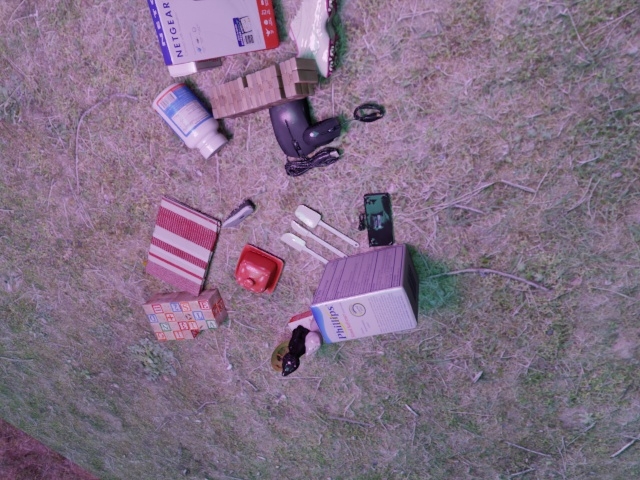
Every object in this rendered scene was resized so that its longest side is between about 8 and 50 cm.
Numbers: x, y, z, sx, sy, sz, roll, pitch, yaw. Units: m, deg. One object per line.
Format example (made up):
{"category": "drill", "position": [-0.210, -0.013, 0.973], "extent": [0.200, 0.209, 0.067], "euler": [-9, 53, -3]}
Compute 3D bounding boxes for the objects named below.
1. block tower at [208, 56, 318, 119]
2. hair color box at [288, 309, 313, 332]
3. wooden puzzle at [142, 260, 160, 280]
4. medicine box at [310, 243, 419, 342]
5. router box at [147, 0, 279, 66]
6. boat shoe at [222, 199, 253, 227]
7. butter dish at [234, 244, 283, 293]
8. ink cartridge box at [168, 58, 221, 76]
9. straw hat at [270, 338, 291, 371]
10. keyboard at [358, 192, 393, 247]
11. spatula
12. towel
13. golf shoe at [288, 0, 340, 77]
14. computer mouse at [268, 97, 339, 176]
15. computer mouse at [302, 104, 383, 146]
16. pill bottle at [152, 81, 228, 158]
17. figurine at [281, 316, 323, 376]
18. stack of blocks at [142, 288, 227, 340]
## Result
{"category": "block tower", "position": [-0.169, -0.414, 1.228], "extent": [0.335, 0.097, 0.091], "euler": [-4, 102, 36]}
{"category": "hair color box", "position": [-0.023, 0.306, 1.622], "extent": [0.167, 0.053, 0.093], "euler": [-22, 106, 25]}
{"category": "wooden puzzle", "position": [-0.635, 0.118, 1.724], "extent": [0.078, 0.014, 0.116], "euler": [-27, 105, 30]}
{"category": "medicine box", "position": [0.145, 0.161, 1.377], "extent": [0.289, 0.263, 0.149], "euler": [-15, 112, 20]}
{"category": "router box", "position": [-0.282, -0.636, 1.108], "extent": [0.082, 0.301, 0.335], "euler": [27, 134, 54]}
{"category": "boat shoe", "position": [-0.284, -0.089, 1.509], "extent": [0.142, 0.049, 0.040], "euler": [-31, 71, 28]}
{"category": "butter dish", "position": [-0.234, 0.122, 1.553], "extent": [0.160, 0.118, 0.160], "euler": [26, 120, 3]}
{"category": "ink cartridge box", "position": [-0.372, -0.578, 1.223], "extent": [0.092, 0.158, 0.218], "euler": [-1, 115, 17]}
{"category": "straw hat", "position": [-0.150, 0.431, 1.711], "extent": [0.061, 0.144, 0.144], "euler": [32, 132, 49]}
{"category": "keyboard", "position": [0.171, -0.063, 1.405], "extent": [0.108, 0.023, 0.180], "euler": [-5, 113, 11]}
{"category": "spatula", "position": [0.000, 0.000, 1.485], "extent": [0.242, 0.019, 0.168], "euler": [32, 119, -1]}
{"category": "towel", "position": [-0.509, 0.024, 1.622], "extent": [0.237, 0.037, 0.329], "euler": [25, 114, 5]}
{"category": "golf shoe", "position": [-0.022, -0.588, 1.151], "extent": [0.140, 0.115, 0.306], "euler": [9, 116, 15]}
{"category": "computer mouse", "position": [-0.072, -0.326, 1.314], "extent": [0.188, 0.072, 0.272], "euler": [-15, 111, 22]}
{"category": "computer mouse", "position": [0.064, -0.328, 1.258], "extent": [0.242, 0.041, 0.071], "euler": [-21, 112, 6]}
{"category": "pill bottle", "position": [-0.393, -0.362, 1.357], "extent": [0.124, 0.124, 0.221], "euler": [-35, 103, 27]}
{"category": "figurine", "position": [-0.040, 0.341, 1.493], "extent": [0.092, 0.209, 0.215], "euler": [40, 118, -5]}
{"category": "stack of blocks", "position": [-0.523, 0.293, 1.735], "extent": [0.297, 0.087, 0.171], "euler": [-7, 113, 19]}
